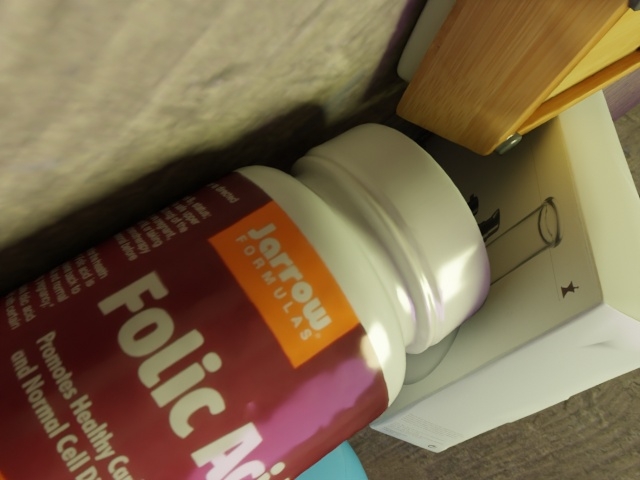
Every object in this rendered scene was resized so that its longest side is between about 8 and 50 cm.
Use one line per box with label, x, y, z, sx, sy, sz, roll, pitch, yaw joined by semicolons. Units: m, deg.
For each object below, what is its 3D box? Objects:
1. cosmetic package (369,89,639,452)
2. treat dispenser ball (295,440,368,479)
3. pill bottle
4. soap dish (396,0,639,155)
cosmetic package;0.177;-0.008;0.589;0.284;0.097;0.377;-45;-155;43
treat dispenser ball;-0.084;0.300;0.570;0.288;0.288;0.288;-34;168;-8
pill bottle;-0.080;0.082;0.420;0.392;0.224;0.224;-32;168;-17
soap dish;0.217;-0.197;0.425;0.291;0.118;0.229;-30;167;-23
